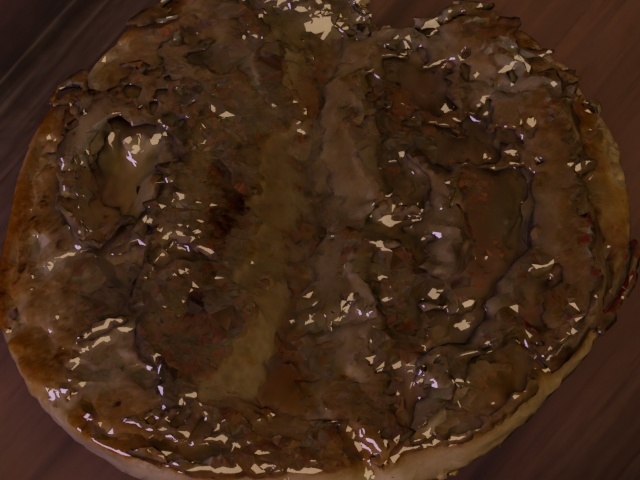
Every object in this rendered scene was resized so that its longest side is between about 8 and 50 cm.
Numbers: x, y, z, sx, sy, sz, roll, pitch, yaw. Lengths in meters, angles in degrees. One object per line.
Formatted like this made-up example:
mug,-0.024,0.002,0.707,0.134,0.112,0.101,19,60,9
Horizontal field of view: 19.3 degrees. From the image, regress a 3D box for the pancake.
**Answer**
pancake,0.001,-0.016,1.116,0.382,0.071,0.382,-1,59,2
